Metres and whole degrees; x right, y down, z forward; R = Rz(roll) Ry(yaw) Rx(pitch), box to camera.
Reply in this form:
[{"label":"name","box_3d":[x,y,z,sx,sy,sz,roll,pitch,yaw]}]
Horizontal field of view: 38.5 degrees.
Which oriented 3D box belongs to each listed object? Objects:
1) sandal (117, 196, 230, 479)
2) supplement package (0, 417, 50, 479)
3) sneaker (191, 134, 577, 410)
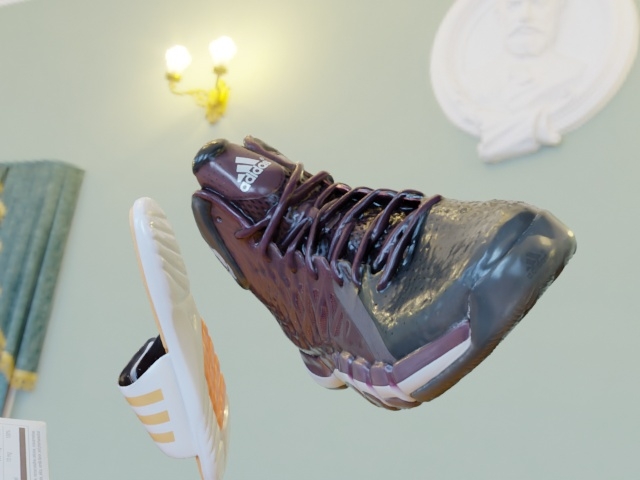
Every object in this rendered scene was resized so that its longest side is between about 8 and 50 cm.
[{"label":"sandal","box_3d":[-0.140,0.093,0.791,0.076,0.265,0.102,-13,15,6]},{"label":"supplement package","box_3d":[-0.254,0.258,0.514,0.145,0.262,0.204,13,23,-25]},{"label":"sneaker","box_3d":[0.000,0.000,0.485,0.162,0.106,0.281,45,-22,-5]}]
